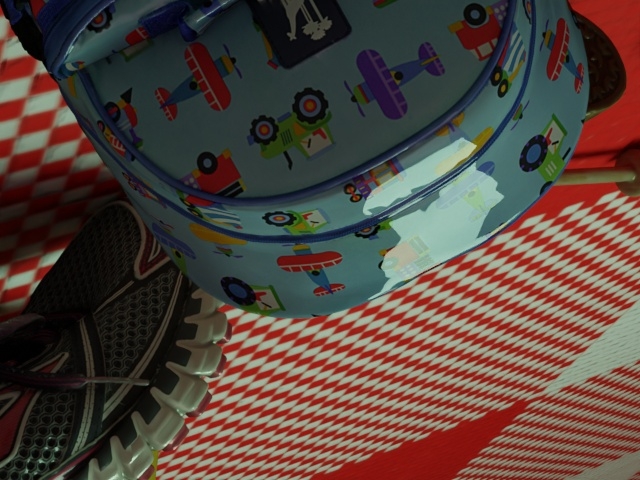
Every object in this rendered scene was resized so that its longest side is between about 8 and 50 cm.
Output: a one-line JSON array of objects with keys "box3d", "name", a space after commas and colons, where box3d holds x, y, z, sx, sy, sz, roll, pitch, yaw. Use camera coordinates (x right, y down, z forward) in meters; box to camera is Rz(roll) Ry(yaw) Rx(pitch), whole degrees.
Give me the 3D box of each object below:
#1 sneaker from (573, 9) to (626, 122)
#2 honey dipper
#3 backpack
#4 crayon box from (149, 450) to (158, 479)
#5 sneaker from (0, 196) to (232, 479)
[{"box3d": [0.046, -0.064, 0.775, 0.192, 0.064, 0.086, -8, 162, -41], "name": "sneaker"}, {"box3d": [0.158, -0.040, 1.032, 0.160, 0.030, 0.030, -4, 152, -39], "name": "honey dipper"}, {"box3d": [-0.011, -0.073, 0.493, 0.158, 0.173, 0.117, -27, 161, 5], "name": "backpack"}, {"box3d": [-0.206, 0.166, 0.812, 0.081, 0.202, 0.318, 15, -166, 33], "name": "crayon box"}, {"box3d": [-0.139, 0.079, 0.704, 0.121, 0.112, 0.299, -15, -149, 42], "name": "sneaker"}]
